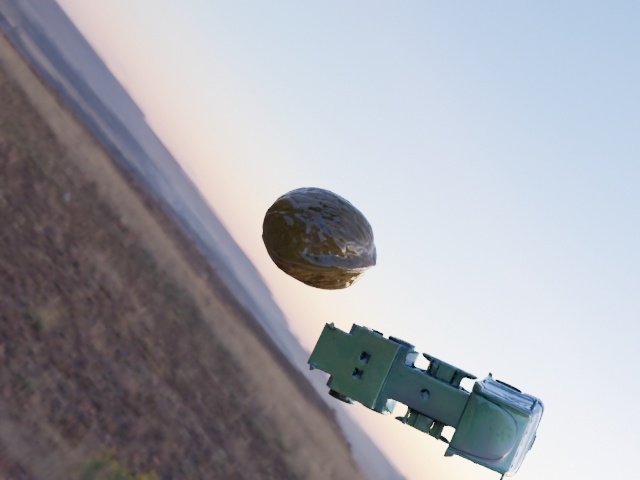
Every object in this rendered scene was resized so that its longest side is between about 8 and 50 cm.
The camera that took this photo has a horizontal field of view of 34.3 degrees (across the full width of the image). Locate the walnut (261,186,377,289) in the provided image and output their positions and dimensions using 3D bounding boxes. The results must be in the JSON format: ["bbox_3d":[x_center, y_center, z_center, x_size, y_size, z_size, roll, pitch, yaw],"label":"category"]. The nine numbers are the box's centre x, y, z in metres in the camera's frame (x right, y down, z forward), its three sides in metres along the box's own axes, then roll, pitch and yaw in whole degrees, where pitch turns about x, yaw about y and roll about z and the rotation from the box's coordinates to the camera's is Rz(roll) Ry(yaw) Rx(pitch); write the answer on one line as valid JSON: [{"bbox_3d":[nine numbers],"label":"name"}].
[{"bbox_3d":[0.000,0.000,1.047,0.124,0.105,0.105,21,-15,18],"label":"walnut"}]

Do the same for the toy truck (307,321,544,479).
[{"bbox_3d":[0.071,0.109,0.748,0.175,0.067,0.081,24,-1,16],"label":"toy truck"}]
